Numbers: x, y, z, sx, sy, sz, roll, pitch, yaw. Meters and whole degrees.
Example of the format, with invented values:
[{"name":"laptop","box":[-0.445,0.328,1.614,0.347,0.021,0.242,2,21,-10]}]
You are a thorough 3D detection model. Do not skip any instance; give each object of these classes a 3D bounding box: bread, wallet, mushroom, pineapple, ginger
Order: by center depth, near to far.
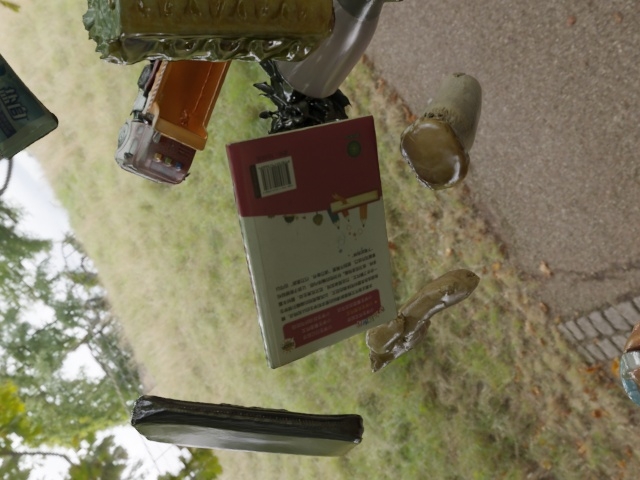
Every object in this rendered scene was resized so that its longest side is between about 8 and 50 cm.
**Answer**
[{"name":"bread","box":[-0.098,-0.231,0.581,0.087,0.270,0.098,26,121,47]},{"name":"wallet","box":[-0.072,0.203,0.619,0.250,0.044,0.149,6,154,-3]},{"name":"mushroom","box":[0.147,-0.135,0.637,0.071,0.209,0.084,-16,117,35]},{"name":"ginger","box":[0.150,0.118,0.875,0.059,0.214,0.133,53,178,31]},{"name":"pineapple","box":[-0.026,-0.194,0.929,0.165,0.166,0.364,138,127,-79]}]

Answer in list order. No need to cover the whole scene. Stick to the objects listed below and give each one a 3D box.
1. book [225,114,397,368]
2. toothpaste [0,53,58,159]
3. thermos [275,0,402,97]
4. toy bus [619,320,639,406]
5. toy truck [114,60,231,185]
[{"name":"book","box":[0.000,0.000,0.579,0.022,0.162,0.231,22,125,58]},{"name":"toothpaste","box":[-0.375,-0.211,0.575,0.069,0.047,0.268,-84,-25,-52]},{"name":"thermos","box":[0.011,-0.294,0.745,0.137,0.105,0.193,31,147,-13]},{"name":"toy bus","box":[0.511,0.156,0.723,0.287,0.232,0.194,47,-147,-56]},{"name":"toy truck","box":[-0.231,-0.226,0.918,0.114,0.270,0.135,22,176,-39]}]
